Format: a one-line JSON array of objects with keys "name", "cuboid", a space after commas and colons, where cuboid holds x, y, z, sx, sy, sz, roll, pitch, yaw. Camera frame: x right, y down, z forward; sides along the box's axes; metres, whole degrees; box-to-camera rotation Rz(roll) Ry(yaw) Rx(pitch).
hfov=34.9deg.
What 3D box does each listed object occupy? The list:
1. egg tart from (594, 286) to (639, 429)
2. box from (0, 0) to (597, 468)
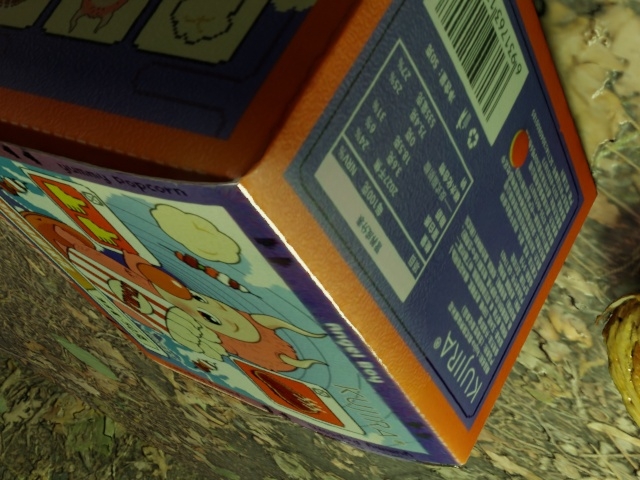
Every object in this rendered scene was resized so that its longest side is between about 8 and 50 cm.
[{"name": "egg tart", "cuboid": [0.340, 0.126, 0.756, 0.297, 0.132, 0.297, 43, 163, 17]}, {"name": "box", "cuboid": [-0.035, -0.059, 0.687, 0.318, 0.257, 0.349, 16, 156, 34]}]
